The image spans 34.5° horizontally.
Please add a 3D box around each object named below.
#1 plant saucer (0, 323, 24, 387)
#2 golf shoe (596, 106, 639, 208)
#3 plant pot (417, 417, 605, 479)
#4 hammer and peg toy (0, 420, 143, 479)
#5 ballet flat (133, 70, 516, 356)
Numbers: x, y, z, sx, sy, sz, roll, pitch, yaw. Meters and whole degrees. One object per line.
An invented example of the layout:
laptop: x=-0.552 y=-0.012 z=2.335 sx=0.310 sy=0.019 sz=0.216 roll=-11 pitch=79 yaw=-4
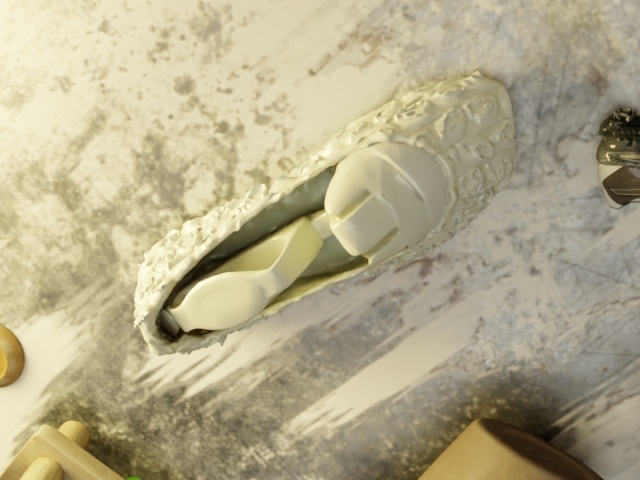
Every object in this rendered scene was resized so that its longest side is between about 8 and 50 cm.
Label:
plant saucer: x=-0.359 y=0.124 z=1.103 sx=0.083 sy=0.015 sz=0.083 roll=4 pitch=112 yaw=9
golf shoe: x=0.336 y=-0.061 z=0.877 sx=0.198 sy=0.077 sz=0.094 roll=6 pitch=126 yaw=13
plant pot: x=0.156 y=0.299 z=0.970 sx=0.263 sy=0.263 sz=0.229 roll=26 pitch=96 yaw=0
hammer and peg toy: x=-0.306 y=0.321 z=1.111 sx=0.361 sy=0.127 sz=0.266 roll=37 pitch=115 yaw=-5
ballet flat: x=0.000 y=0.000 z=0.925 sx=0.409 sy=0.147 sz=0.147 roll=-30 pitch=103 yaw=19
